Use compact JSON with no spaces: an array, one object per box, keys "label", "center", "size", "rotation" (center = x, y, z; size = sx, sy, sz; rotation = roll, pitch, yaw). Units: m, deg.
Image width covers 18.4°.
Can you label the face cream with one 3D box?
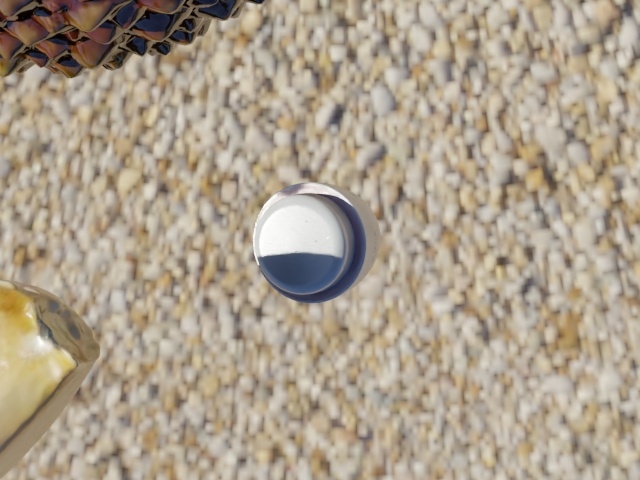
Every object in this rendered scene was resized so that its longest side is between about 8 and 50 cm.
[{"label":"face cream","center":[0.000,0.000,1.494],"size":[0.091,0.095,0.091],"rotation":[2,96,22]}]

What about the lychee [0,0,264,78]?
[{"label":"lychee","center":[-0.093,-0.181,0.787],"size":[0.271,0.271,0.271],"rotation":[0,124,0]}]

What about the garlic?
[{"label":"garlic","center":[-0.259,0.128,1.302],"size":[0.245,0.164,0.145],"rotation":[-49,116,-17]}]
